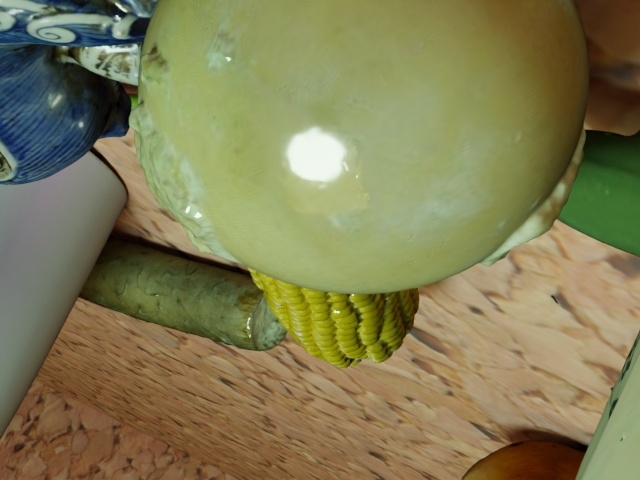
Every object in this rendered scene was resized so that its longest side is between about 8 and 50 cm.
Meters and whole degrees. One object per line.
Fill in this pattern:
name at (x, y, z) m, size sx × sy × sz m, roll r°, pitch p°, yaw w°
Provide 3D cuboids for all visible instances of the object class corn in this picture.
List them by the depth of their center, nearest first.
corn at (0.000, 0.000, 0.719) m, size 0.102 × 0.101 × 0.310 m, roll 22°, pitch 161°, yaw 23°

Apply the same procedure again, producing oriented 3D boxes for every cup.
cup at (-0.344, 0.052, 0.993) m, size 0.253 × 0.371 × 0.253 m, roll 20°, pitch 162°, yaw 6°

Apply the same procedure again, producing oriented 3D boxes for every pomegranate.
pomegranate at (0.198, 0.274, 1.030) m, size 0.191 × 0.191 × 0.191 m, roll 27°, pitch 162°, yaw 9°

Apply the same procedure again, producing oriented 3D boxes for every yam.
yam at (-0.182, 0.039, 1.164) m, size 0.372 × 0.083 × 0.083 m, roll 12°, pitch 156°, yaw 42°

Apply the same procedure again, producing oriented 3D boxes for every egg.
egg at (0.013, -0.056, 0.445) m, size 0.164 × 0.164 × 0.201 m, roll 38°, pitch 162°, yaw -26°

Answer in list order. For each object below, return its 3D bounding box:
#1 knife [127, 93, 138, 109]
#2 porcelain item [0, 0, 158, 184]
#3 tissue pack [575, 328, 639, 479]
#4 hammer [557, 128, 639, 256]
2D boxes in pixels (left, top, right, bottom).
knife at (-0.125, -0.095, 0.784) m, size 0.184 × 0.026 × 0.022 m, roll 11°, pitch -165°, yaw 40°
porcelain item at (-0.149, -0.125, 0.592) m, size 0.186 × 0.137 × 0.288 m, roll 13°, pitch 158°, yaw -3°
tissue pack at (0.235, 0.235, 0.502) m, size 0.332 × 0.404 × 0.205 m, roll 24°, pitch 159°, yaw 17°
hammer at (0.211, 0.005, 0.409) m, size 0.336 × 0.119 × 0.206 m, roll 22°, pitch 162°, yaw 43°
